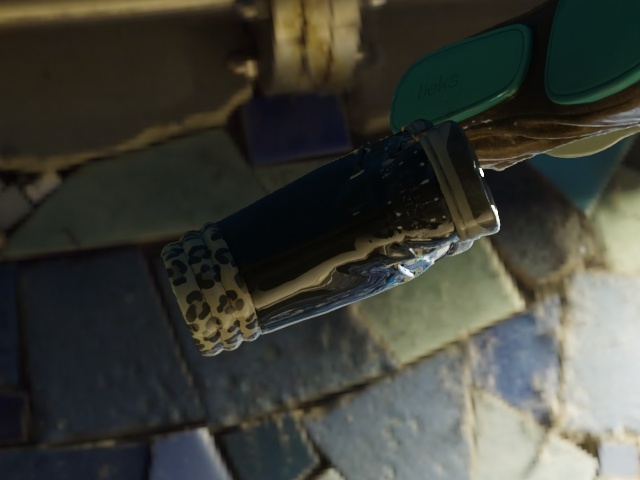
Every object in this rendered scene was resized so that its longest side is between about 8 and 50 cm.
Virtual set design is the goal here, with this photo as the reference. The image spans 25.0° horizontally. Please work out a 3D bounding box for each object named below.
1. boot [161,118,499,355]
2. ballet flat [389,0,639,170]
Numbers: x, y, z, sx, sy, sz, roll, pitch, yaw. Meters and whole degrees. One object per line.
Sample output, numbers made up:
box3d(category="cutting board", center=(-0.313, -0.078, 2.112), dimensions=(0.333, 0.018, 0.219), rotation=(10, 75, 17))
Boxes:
box3d(category="boot", center=(-0.001, -0.002, 0.840), dimensions=(0.178, 0.085, 0.236), rotation=(-23, 0, -4))
box3d(category="ballet flat", center=(0.179, -0.104, 0.950), dimensions=(0.124, 0.116, 0.342), rotation=(19, -20, -25))
